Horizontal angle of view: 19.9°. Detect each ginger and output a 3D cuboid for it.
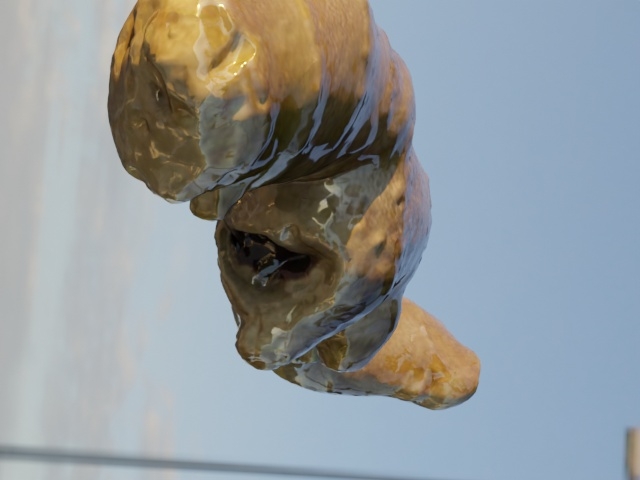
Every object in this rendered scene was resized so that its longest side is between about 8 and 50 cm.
[{"bbox_3d":[0.000,0.000,0.463,0.288,0.075,0.089,71,21,-70],"label":"ginger"}]
